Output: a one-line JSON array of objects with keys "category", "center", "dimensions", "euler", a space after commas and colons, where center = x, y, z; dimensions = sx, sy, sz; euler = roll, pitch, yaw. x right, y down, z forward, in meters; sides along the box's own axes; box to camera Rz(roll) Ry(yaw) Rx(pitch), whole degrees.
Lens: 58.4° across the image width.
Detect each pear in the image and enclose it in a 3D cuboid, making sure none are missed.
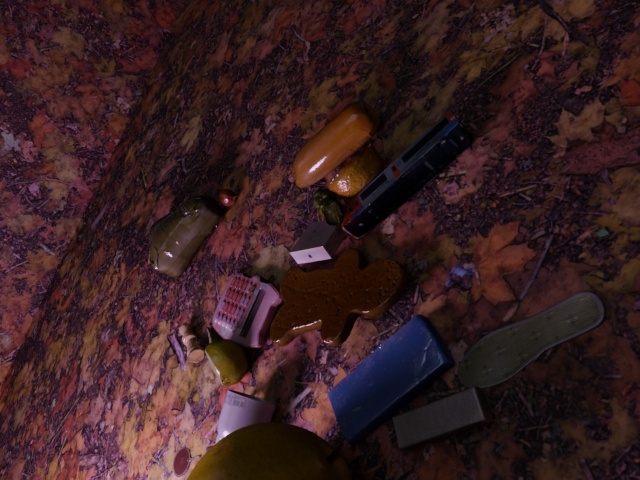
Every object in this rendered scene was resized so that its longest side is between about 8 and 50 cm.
[{"category": "pear", "center": [-0.265, 0.348, 1.660], "dimensions": [0.104, 0.141, 0.141], "euler": [-22, 36, -18]}, {"category": "pear", "center": [-0.125, 0.572, 1.181], "dimensions": [0.418, 0.362, 0.362], "euler": [-43, 42, 12]}]

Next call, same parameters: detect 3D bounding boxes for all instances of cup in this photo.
[{"category": "cup", "center": [-0.214, 0.476, 1.508], "dimensions": [0.174, 0.134, 0.141], "euler": [4, 72, 47]}]

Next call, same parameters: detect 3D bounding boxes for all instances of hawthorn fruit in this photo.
[{"category": "hawthorn fruit", "center": [-0.324, -0.159, 2.078], "dimensions": [0.103, 0.067, 0.066], "euler": [-6, 62, 31]}]

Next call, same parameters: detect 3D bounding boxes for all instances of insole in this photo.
[{"category": "insole", "center": [0.403, 0.199, 1.125], "dimensions": [0.322, 0.007, 0.109], "euler": [-37, 45, 27]}]

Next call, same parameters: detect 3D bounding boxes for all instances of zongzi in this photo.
[{"category": "zongzi", "center": [-0.528, -0.074, 2.178], "dimensions": [0.323, 0.160, 0.360], "euler": [-48, 34, 6]}]

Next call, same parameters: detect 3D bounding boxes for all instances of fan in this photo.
[{"category": "fan", "center": [-0.397, 0.651, 1.694], "dimensions": [0.133, 0.005, 0.085], "euler": [-29, 48, 34]}]

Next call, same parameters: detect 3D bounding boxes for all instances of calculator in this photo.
[{"category": "calculator", "center": [-0.231, 0.210, 1.764], "dimensions": [0.330, 0.048, 0.219], "euler": [14, 79, 52]}]

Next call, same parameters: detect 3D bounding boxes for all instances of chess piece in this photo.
[{"category": "chess piece", "center": [-0.430, 0.330, 1.892], "dimensions": [0.060, 0.060, 0.172], "euler": [-53, 37, 8]}]

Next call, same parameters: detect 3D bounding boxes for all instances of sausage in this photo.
[{"category": "sausage", "center": [0.025, -0.279, 1.743], "dimensions": [0.354, 0.116, 0.134], "euler": [-38, 54, 30]}]

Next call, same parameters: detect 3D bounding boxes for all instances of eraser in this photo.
[{"category": "eraser", "center": [0.150, 0.314, 1.292], "dimensions": [0.312, 0.043, 0.144], "euler": [-45, 41, 18]}]

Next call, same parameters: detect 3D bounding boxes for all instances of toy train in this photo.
[{"category": "toy train", "center": [0.212, -0.162, 1.487], "dimensions": [0.409, 0.086, 0.089], "euler": [-42, 42, 21]}]

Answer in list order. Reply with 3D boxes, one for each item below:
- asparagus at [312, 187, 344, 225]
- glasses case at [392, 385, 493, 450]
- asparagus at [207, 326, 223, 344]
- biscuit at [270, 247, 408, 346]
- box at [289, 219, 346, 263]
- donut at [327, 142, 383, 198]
[{"category": "asparagus", "center": [0.019, -0.105, 1.619], "dimensions": [0.080, 0.080, 0.287], "euler": [-55, 13, 6]}, {"category": "glasses case", "center": [0.244, 0.362, 1.160], "dimensions": [0.205, 0.047, 0.070], "euler": [-32, 51, 29]}, {"category": "asparagus", "center": [-0.327, 0.321, 1.798], "dimensions": [0.045, 0.041, 0.178], "euler": [-55, 38, -7]}, {"category": "biscuit", "center": [0.048, 0.153, 1.482], "dimensions": [0.432, 0.064, 0.282], "euler": [-18, 45, 37]}, {"category": "box", "center": [0.000, 0.000, 1.603], "dimensions": [0.129, 0.051, 0.130], "euler": [-11, 33, 42]}, {"category": "donut", "center": [0.101, -0.177, 1.566], "dimensions": [0.174, 0.074, 0.190], "euler": [-44, -1, -12]}]
